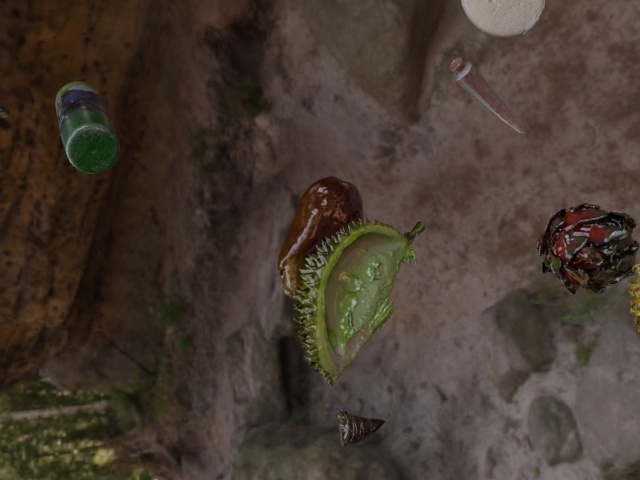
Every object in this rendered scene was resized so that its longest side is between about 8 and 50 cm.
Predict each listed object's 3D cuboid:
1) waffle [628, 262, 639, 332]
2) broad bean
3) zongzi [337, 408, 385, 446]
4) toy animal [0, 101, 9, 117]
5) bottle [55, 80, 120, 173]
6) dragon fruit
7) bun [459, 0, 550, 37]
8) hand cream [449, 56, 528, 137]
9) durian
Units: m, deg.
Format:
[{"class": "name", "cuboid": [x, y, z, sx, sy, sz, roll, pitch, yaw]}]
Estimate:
[{"class": "waffle", "cuboid": [0.545, 0.060, 1.118, 0.229, 0.051, 0.232, -58, 19, 18]}, {"class": "broad bean", "cuboid": [0.002, 0.001, 1.355, 0.156, 0.122, 0.229, 30, -101, -74]}, {"class": "zongzi", "cuboid": [0.063, 0.336, 1.324, 0.067, 0.083, 0.073, -105, 27, -43]}, {"class": "toy animal", "cuboid": [-0.534, -0.240, 1.163, 0.170, 0.090, 0.255, 44, 106, 26]}, {"class": "bottle", "cuboid": [-0.423, -0.208, 1.377, 0.330, 0.093, 0.093, -131, 43, -59]}, {"class": "dragon fruit", "cuboid": [0.503, 0.014, 1.426, 0.188, 0.182, 0.182, 41, 131, 51]}, {"class": "bun", "cuboid": [0.286, -0.386, 1.161, 0.094, 0.138, 0.138, -60, -1, -34]}, {"class": "hand cream", "cuboid": [0.325, -0.272, 1.471, 0.043, 0.209, 0.067, -47, 28, 10]}, {"class": "durian", "cuboid": [0.032, 0.038, 0.778, 0.215, 0.100, 0.086, -58, 11, -26]}]
